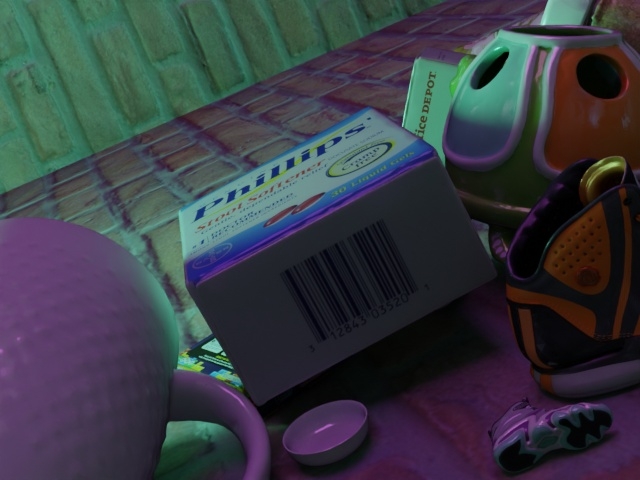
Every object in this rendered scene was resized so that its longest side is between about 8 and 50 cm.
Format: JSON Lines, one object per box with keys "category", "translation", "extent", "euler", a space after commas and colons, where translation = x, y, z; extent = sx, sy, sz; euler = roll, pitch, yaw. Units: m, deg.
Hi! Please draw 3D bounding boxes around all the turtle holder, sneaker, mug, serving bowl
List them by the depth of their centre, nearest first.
{"category": "sneaker", "translation": [0.180, 0.143, 0.784], "extent": [0.098, 0.038, 0.069], "euler": [-20, 19, 4]}
{"category": "sneaker", "translation": [0.307, 0.002, 0.812], "extent": [0.321, 0.180, 0.124], "euler": [-22, 18, 1]}
{"category": "mug", "translation": [-0.228, 0.178, 0.851], "extent": [0.374, 0.276, 0.328], "euler": [8, 27, -6]}
{"category": "serving bowl", "translation": [0.008, 0.181, 0.891], "extent": [0.083, 0.027, 0.083], "euler": [-19, 19, 7]}
{"category": "turtle holder", "translation": [0.257, -0.124, 1.083], "extent": [0.243, 0.228, 0.320], "euler": [2, 18, 11]}

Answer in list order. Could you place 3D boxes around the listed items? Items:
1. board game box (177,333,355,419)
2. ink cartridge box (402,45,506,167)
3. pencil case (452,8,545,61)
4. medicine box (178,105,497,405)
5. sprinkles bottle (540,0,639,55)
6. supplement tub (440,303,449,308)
{"category": "board game box", "translation": [-0.067, 0.132, 1.085], "extent": [0.141, 0.048, 0.170], "euler": [-30, 20, -29]}
{"category": "ink cartridge box", "translation": [0.219, -0.163, 1.301], "extent": [0.208, 0.153, 0.087], "euler": [13, 24, 6]}
{"category": "pencil case", "translation": [0.329, -0.265, 1.463], "extent": [0.167, 0.160, 0.386], "euler": [-49, 13, -20]}
{"category": "medicine box", "translation": [0.000, 0.000, 1.024], "extent": [0.263, 0.149, 0.289], "euler": [-29, 19, -1]}
{"category": "sprinkles bottle", "translation": [0.433, -0.213, 1.113], "extent": [0.355, 0.121, 0.121], "euler": [23, 36, 17]}
{"category": "supplement tub", "translation": [0.131, 0.028, 1.118], "extent": [0.071, 0.071, 0.107], "euler": [-14, 19, 23]}
